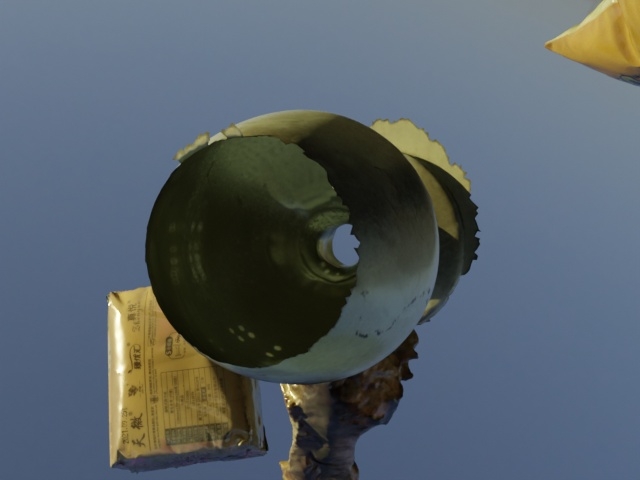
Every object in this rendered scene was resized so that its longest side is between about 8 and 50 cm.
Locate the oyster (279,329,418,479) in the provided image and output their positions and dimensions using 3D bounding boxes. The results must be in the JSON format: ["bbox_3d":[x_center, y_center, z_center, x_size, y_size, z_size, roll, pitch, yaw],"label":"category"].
[{"bbox_3d":[0.001,0.178,1.334,0.198,0.337,0.133,20,-141,12],"label":"oyster"}]

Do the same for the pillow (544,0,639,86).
[{"bbox_3d":[0.453,-0.235,1.261,0.310,0.119,0.312,9,170,-9],"label":"pillow"}]

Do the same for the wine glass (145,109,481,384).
[{"bbox_3d":[0.000,0.000,0.946,0.238,0.238,0.323,30,-170,14],"label":"wine glass"}]

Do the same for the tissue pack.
[{"bbox_3d":[-0.193,0.187,1.580,0.215,0.256,0.123,-8,157,8],"label":"tissue pack"}]
